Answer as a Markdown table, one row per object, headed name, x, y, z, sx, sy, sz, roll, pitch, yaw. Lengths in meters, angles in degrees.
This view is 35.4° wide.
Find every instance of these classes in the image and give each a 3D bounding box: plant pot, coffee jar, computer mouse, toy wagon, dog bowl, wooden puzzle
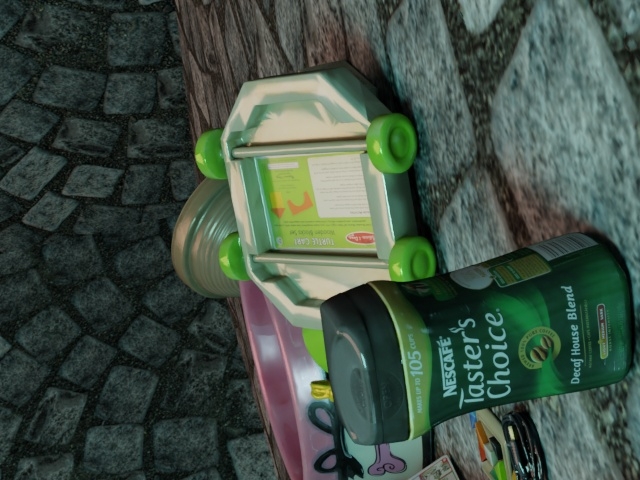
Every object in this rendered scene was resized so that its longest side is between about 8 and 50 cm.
| name | x | y | z | sx | sy | sz | roll | pitch | yaw |
| --- | --- | --- | --- | --- | --- | --- | --- | --- | --- |
| plant pot | -0.090 | -0.002 | 1.462 | 0.109 | 0.237 | 0.237 | 37 | 145 | 35 |
| coffee jar | 0.094 | 0.061 | 0.619 | 0.079 | 0.184 | 0.096 | -129 | 27 | -66 |
| computer mouse | 0.180 | 0.255 | 0.792 | 0.071 | 0.041 | 0.242 | 101 | 154 | -67 |
| toy wagon | 0.000 | 0.000 | 1.037 | 0.267 | 0.068 | 0.345 | 2 | 109 | 44 |
| dog bowl | 0.003 | 0.144 | 1.284 | 0.408 | 0.150 | 0.408 | 168 | 90 | -79 |
| wooden puzzle | 0.157 | 0.193 | 0.909 | 0.116 | 0.014 | 0.079 | -137 | 35 | -72 |

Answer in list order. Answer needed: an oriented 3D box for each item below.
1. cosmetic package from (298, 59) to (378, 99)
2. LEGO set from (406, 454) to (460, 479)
| name | x | y | z | sx | sy | sz | roll | pitch | yaw |
| --- | --- | --- | --- | --- | --- | --- | --- | --- | --- |
| cosmetic package | 0.019 | -0.157 | 1.084 | 0.115 | 0.060 | 0.041 | -120 | 19 | -61 |
| LEGO set | 0.070 | 0.357 | 1.029 | 0.060 | 0.244 | 0.182 | 49 | -172 | -32 |
